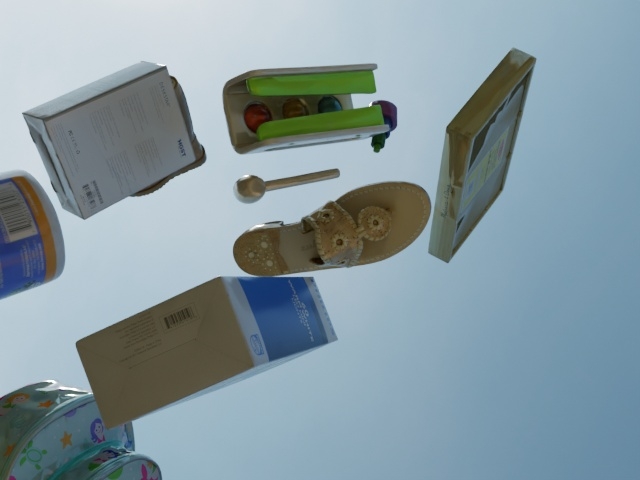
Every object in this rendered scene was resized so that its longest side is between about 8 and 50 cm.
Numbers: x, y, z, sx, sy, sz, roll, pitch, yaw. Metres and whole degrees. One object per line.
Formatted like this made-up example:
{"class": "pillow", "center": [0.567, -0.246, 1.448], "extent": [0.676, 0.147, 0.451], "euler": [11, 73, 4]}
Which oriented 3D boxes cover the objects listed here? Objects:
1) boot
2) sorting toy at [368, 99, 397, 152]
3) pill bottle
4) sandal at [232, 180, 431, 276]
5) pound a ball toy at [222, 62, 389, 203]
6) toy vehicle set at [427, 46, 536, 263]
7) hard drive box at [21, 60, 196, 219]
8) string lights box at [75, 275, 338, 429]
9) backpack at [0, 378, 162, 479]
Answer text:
{"class": "boot", "center": [-0.396, -0.237, 1.825], "extent": [0.236, 0.269, 0.089], "euler": [-30, -119, -7]}
{"class": "sorting toy", "center": [-0.031, -0.229, 1.602], "extent": [0.365, 0.127, 0.126], "euler": [7, -121, 7]}
{"class": "pill bottle", "center": [-0.459, 0.020, 0.941], "extent": [0.152, 0.272, 0.152], "euler": [28, -51, 41]}
{"class": "sandal", "center": [0.002, 0.006, 0.864], "extent": [0.240, 0.079, 0.088], "euler": [-14, -73, 24]}
{"class": "pound a ball toy", "center": [-0.038, -0.183, 1.368], "extent": [0.135, 0.319, 0.208], "euler": [-8, -86, 55]}
{"class": "toy vehicle set", "center": [0.213, -0.105, 1.072], "extent": [0.035, 0.267, 0.166], "euler": [30, -120, 21]}
{"class": "hard drive box", "center": [-0.345, -0.171, 1.330], "extent": [0.089, 0.232, 0.181], "euler": [21, -46, 45]}
{"class": "string lights box", "center": [-0.085, 0.089, 0.714], "extent": [0.133, 0.259, 0.077], "euler": [-24, -99, 13]}
{"class": "backpack", "center": [-0.291, 0.289, 0.877], "extent": [0.191, 0.225, 0.254], "euler": [3, -76, 30]}
